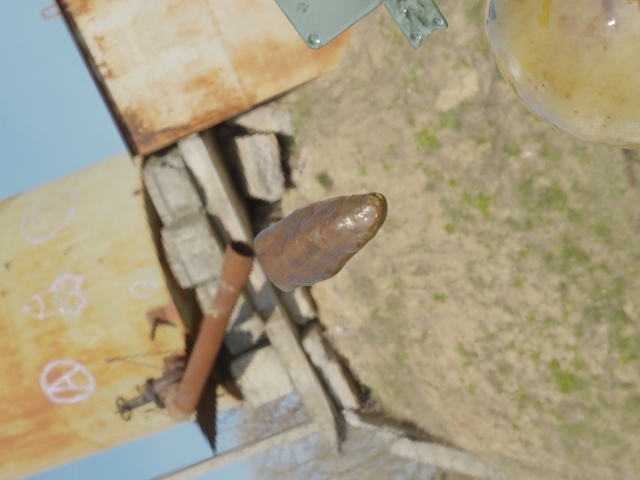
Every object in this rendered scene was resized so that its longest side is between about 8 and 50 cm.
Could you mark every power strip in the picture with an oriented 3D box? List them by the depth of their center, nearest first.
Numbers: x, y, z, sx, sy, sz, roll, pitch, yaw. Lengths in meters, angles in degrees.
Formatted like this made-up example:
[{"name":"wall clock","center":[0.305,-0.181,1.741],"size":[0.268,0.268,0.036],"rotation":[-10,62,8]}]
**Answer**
[{"name":"power strip","center":[0.071,-0.260,0.908],"size":[0.145,0.216,0.061],"rotation":[51,-166,-20]}]

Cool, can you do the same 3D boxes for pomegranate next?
[{"name":"pomegranate","center":[0.363,-0.249,1.078],"size":[0.338,0.338,0.338],"rotation":[-23,-90,-86]}]

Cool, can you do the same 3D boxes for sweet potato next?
[{"name":"sweet potato","center":[0.000,0.000,1.136],"size":[0.252,0.097,0.097],"rotation":[-26,86,52]}]
